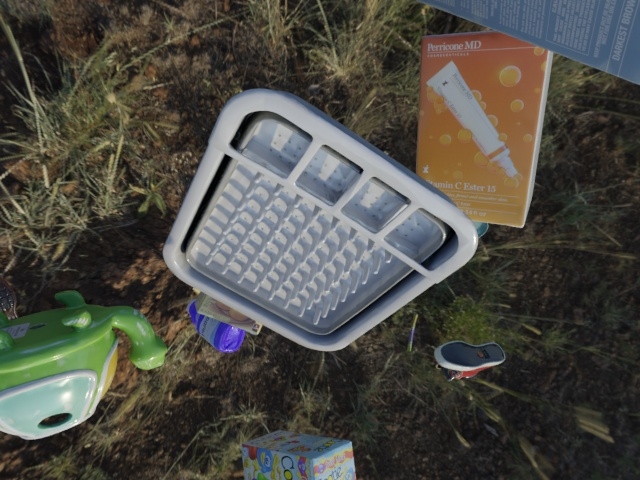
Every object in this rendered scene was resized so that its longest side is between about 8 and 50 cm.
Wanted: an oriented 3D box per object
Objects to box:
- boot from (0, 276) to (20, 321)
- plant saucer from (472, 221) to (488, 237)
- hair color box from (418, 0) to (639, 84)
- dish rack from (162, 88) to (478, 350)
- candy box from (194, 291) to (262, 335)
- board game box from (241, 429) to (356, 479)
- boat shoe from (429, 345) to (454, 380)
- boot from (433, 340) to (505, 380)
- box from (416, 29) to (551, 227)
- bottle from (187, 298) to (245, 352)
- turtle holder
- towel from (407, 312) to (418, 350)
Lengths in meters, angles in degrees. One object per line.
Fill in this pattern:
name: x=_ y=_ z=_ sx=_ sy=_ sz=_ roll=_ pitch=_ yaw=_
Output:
boot: x=-0.851 y=0.178 z=1.128 sx=0.082 sy=0.106 sz=0.219 roll=-33 pitch=121 yaw=-47
plant saucer: x=0.443 y=-0.042 z=1.298 sx=0.120 sy=0.119 sz=0.021 roll=12 pitch=47 yaw=-13
hair color box: x=0.256 y=-0.314 z=0.453 sx=0.186 sy=0.374 sz=0.113 roll=-29 pitch=138 yaw=-8
dish rack: x=-0.020 y=-0.004 z=0.518 sx=0.286 sy=0.333 sz=0.072 roll=30 pitch=44 yaw=-12
candy box: x=-0.191 y=0.079 z=1.180 sx=0.183 sy=0.088 sz=0.316 roll=27 pitch=90 yaw=-24
board game box: x=-0.060 y=0.591 z=1.100 sx=0.144 sy=0.276 sz=0.141 roll=3 pitch=76 yaw=-46
boat shoe: x=0.433 y=0.440 z=1.542 sx=0.049 sy=0.152 sz=0.056 roll=-38 pitch=122 yaw=-1
boot: x=0.416 y=0.381 z=1.309 sx=0.245 sy=0.176 sz=0.088 roll=7 pitch=50 yaw=-26
box: x=0.318 y=-0.224 z=0.848 sx=0.215 sy=0.168 sz=0.344 roll=9 pitch=116 yaw=27
bottle: x=-0.358 y=0.270 z=1.431 sx=0.092 sy=0.283 sz=0.118 roll=18 pitch=92 yaw=-42
turtle holder: x=-0.506 y=0.232 z=0.846 sx=0.320 sy=0.244 sz=0.227 roll=-23 pitch=110 yaw=-55
towel: x=0.198 y=0.197 z=0.922 sx=0.010 sy=0.060 sz=0.083 roll=11 pitch=78 yaw=14
